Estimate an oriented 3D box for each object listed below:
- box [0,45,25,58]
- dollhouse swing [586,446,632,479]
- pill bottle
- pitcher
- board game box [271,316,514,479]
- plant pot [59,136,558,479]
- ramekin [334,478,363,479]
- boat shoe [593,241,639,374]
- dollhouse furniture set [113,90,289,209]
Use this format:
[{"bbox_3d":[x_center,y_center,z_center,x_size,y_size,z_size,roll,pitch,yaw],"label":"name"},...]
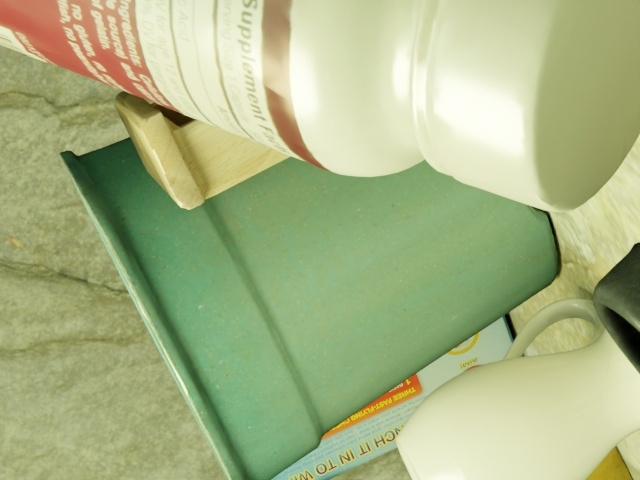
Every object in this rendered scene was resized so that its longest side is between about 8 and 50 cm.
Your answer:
[{"bbox_3d":[-0.214,-0.356,1.321,0.395,0.097,0.318,-110,15,-53],"label":"box"},{"bbox_3d":[0.173,0.357,1.835,0.305,0.315,0.347,-20,100,44],"label":"dollhouse swing"},{"bbox_3d":[-0.022,-0.164,0.980,0.392,0.224,0.224,21,154,24],"label":"pill bottle"},{"bbox_3d":[0.160,0.131,1.512,0.125,0.207,0.178,67,174,-33],"label":"pitcher"},{"bbox_3d":[0.022,0.081,1.937,0.086,0.308,0.302,-119,6,-53],"label":"board game box"},{"bbox_3d":[0.000,0.000,1.657,0.341,0.334,0.341,60,174,11],"label":"plant pot"},{"bbox_3d":[0.031,0.341,1.959,0.207,0.207,0.109,59,171,31],"label":"ramekin"},{"bbox_3d":[0.291,0.188,0.936,0.500,0.156,0.187,61,172,-2],"label":"boat shoe"},{"bbox_3d":[-0.077,-0.261,1.306,0.394,0.256,0.362,64,173,-14],"label":"dollhouse furniture set"}]
